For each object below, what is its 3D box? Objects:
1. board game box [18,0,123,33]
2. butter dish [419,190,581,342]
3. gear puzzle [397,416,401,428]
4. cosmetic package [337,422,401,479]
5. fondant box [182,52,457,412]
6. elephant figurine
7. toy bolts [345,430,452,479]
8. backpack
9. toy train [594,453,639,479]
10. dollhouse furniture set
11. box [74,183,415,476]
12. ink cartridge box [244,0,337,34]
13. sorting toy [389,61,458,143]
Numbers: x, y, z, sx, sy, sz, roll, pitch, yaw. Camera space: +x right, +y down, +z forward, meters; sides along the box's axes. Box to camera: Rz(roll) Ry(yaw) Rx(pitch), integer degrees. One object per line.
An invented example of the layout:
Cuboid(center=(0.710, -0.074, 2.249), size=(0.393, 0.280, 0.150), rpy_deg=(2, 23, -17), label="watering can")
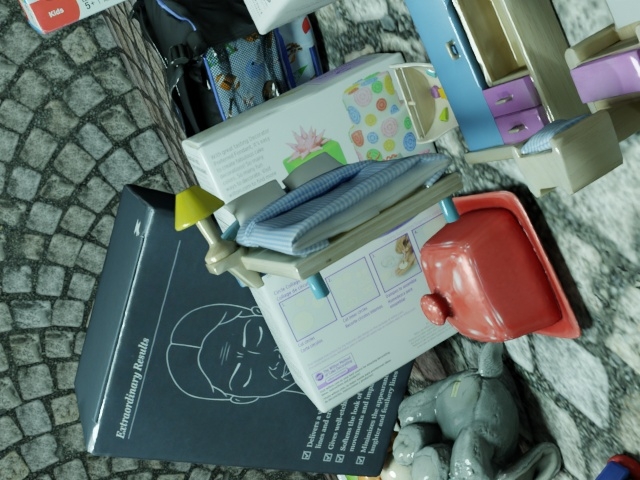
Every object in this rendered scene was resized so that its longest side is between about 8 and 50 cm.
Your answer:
Cuboid(center=(-0.266, -0.451, 0.869), size=(0.086, 0.308, 0.302), rpy_deg=(41, 156, 51), label="board game box")
Cuboid(center=(0.154, 0.044, 0.737), size=(0.160, 0.118, 0.160), rpy_deg=(63, 166, -7), label="butter dish")
Cuboid(center=(0.193, 0.382, 1.383), size=(0.175, 0.044, 0.339), rpy_deg=(153, 92, -85), label="gear puzzle")
Cuboid(center=(0.136, 0.501, 1.416), size=(0.197, 0.155, 0.366), rpy_deg=(82, 164, -70), label="cosmetic package")
Cuboid(center=(0.027, -0.010, 0.826), size=(0.096, 0.238, 0.330), rpy_deg=(31, 147, 65), label="fondant box")
Cuboid(center=(0.212, 0.277, 0.933), size=(0.239, 0.186, 0.169), rpy_deg=(41, -145, -32), label="elephant figurine")
Cuboid(center=(0.168, 0.379, 1.070), size=(0.158, 0.228, 0.218), rpy_deg=(148, 116, -73), label="toy bolts")
Cuboid(center=(-0.115, -0.212, 1.000), size=(0.276, 0.213, 0.263), rpy_deg=(-127, 23, -50), label="backpack")
Cuboid(center=(0.333, 0.344, 0.749), size=(0.143, 0.105, 0.248), rpy_deg=(29, 147, 41), label="toy train")
Cuboid(center=(0.036, -0.100, 0.504), size=(0.198, 0.303, 0.286), rpy_deg=(63, 165, -9), label="dollhouse furniture set")
Cuboid(center=(-0.090, 0.122, 0.976), size=(0.212, 0.395, 0.294), rpy_deg=(28, 103, 64), label="box")
Cuboid(center=(-0.021, -0.326, 0.649), size=(0.198, 0.114, 0.273), rpy_deg=(64, 166, -8), label="ink cartridge box")
Cuboid(center=(0.114, -0.137, 0.696), size=(0.075, 0.045, 0.083), rpy_deg=(15, 132, 60), label="sorting toy")
